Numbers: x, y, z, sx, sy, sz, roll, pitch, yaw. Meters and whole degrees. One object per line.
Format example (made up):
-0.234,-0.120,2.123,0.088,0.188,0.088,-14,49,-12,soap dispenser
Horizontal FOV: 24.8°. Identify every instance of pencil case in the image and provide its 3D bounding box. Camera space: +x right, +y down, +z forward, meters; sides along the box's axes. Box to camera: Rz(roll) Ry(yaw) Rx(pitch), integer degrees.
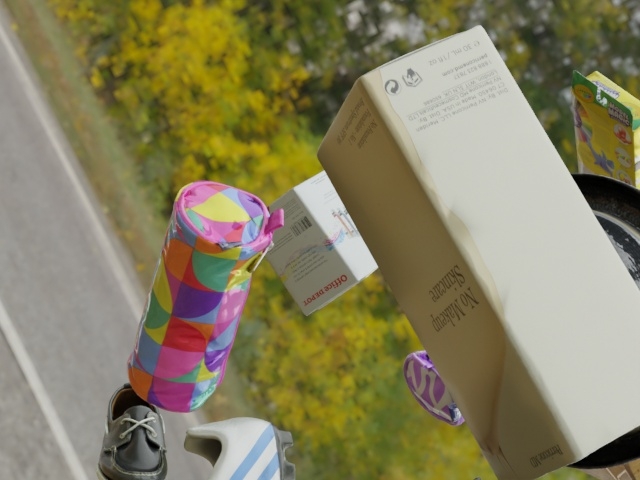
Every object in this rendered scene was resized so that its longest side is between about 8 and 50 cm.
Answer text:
-0.115,0.056,1.390,0.104,0.104,0.236,-113,-145,-43,pencil case
0.169,0.090,1.398,0.086,0.206,0.088,21,-40,50,pencil case

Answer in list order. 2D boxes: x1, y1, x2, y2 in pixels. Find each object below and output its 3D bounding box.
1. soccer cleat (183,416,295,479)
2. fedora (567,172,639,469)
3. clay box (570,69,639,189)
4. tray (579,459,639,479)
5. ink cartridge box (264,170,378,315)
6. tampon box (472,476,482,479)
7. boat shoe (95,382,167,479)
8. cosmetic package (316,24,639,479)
-0.097,0.356,1.699,0.116,0.143,0.331,110,-22,-46,soccer cleat
0.265,0.079,1.566,0.152,0.334,0.334,17,44,-62,fedora
0.410,-0.135,2.012,0.127,0.053,0.222,45,-21,39,clay box
0.479,0.147,1.763,0.076,0.411,0.203,61,-15,-14,tray
0.000,0.000,2.252,0.176,0.128,0.127,57,37,1,ink cartridge box
0.135,0.321,1.323,0.101,0.120,0.161,42,-25,38,tampon box
-0.228,0.241,1.759,0.233,0.084,0.079,-119,-146,-73,boat shoe
0.129,0.018,1.083,0.309,0.113,0.160,62,-19,12,cosmetic package
